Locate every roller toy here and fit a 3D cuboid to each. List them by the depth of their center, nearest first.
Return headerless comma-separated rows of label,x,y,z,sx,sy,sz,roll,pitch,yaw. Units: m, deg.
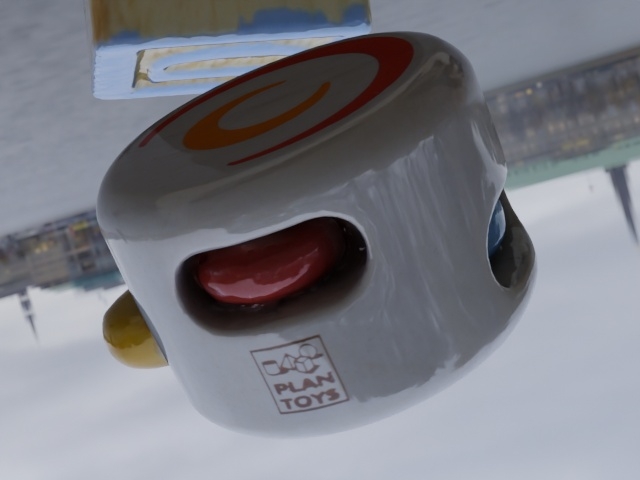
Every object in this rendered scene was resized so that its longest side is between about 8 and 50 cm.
roller toy,0.000,0.000,0.583,0.209,0.146,0.191,-33,-156,-23

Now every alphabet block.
alphabet block,-0.080,-0.219,0.855,0.192,0.197,0.193,-7,178,-13
